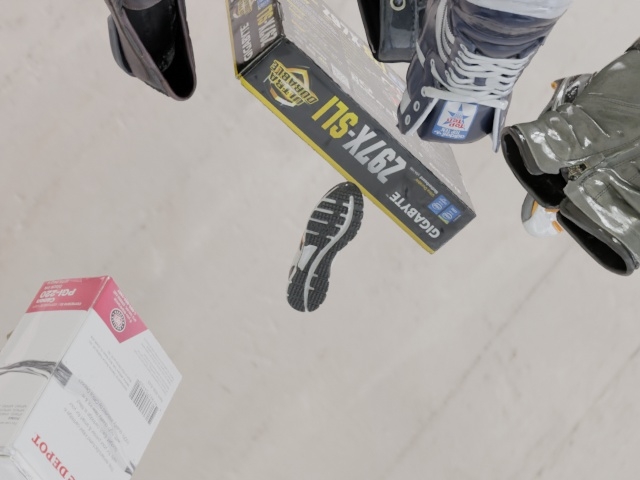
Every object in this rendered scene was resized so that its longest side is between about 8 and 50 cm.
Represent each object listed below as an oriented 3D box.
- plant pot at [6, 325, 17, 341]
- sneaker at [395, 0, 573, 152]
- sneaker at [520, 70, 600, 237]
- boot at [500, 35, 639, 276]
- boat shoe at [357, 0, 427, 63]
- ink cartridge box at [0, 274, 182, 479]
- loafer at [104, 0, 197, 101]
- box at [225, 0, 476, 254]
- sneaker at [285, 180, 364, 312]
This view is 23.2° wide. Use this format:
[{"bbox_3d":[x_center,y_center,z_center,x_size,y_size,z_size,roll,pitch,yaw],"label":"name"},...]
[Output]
[{"bbox_3d":[-0.281,0.119,1.706,0.096,0.109,0.109,-16,98,7],"label":"plant pot"},{"bbox_3d":[0.126,-0.142,1.232,0.099,0.282,0.153,12,99,-5],"label":"sneaker"},{"bbox_3d":[0.260,-0.093,1.676,0.083,0.084,0.215,7,57,38],"label":"sneaker"},{"bbox_3d":[0.247,-0.022,1.031,0.161,0.083,0.246,-39,66,-22],"label":"boot"},{"bbox_3d":[0.047,-0.379,1.598,0.156,0.187,0.500,-15,62,-12],"label":"boat shoe"},{"bbox_3d":[-0.241,0.165,1.486,0.092,0.158,0.218,-5,43,31],"label":"ink cartridge box"},{"bbox_3d":[-0.179,-0.263,1.637,0.109,0.302,0.095,-37,62,-17],"label":"loafer"},{"bbox_3d":[0.031,-0.161,1.775,0.079,0.322,0.257,-41,28,16],"label":"box"},{"bbox_3d":[0.000,0.000,1.199,0.040,0.044,0.109,22,109,-12],"label":"sneaker"}]
